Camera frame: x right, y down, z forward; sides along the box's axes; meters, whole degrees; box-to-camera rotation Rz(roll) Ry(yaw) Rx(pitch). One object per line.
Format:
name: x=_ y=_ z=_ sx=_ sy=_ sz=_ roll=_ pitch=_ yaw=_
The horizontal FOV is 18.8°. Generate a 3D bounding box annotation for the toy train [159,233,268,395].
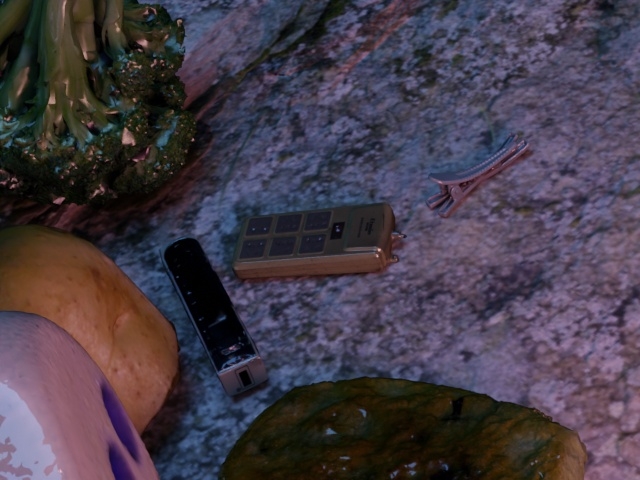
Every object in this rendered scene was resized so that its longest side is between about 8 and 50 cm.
toy train: x=-0.103 y=0.064 z=1.795 sx=0.043 sy=0.047 sz=0.207 roll=-25 pitch=41 yaw=-6

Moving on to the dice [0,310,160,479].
dice: x=-0.277 y=0.247 z=1.434 sx=0.304 sy=0.277 sz=0.304 roll=-26 pitch=71 yaw=4

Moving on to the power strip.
power strip: x=0.000 y=0.000 z=1.835 sx=0.169 sy=0.028 sz=0.076 roll=-5 pitch=43 yaw=17

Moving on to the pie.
pie: x=0.049 y=0.204 z=1.529 sx=0.323 sy=0.070 sz=0.323 roll=-10 pitch=30 yaw=6

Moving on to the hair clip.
hair clip: x=0.149 y=-0.071 z=1.844 sx=0.115 sy=0.039 sz=0.030 roll=-35 pitch=49 yaw=-19

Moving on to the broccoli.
broccoli: x=-0.261 y=-0.172 z=1.957 sx=0.308 sy=0.275 sz=0.308 roll=9 pitch=36 yaw=-6

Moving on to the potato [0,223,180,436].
potato: x=-0.279 y=0.097 z=1.692 sx=0.285 sy=0.242 sz=0.242 roll=-27 pitch=42 yaw=-4
